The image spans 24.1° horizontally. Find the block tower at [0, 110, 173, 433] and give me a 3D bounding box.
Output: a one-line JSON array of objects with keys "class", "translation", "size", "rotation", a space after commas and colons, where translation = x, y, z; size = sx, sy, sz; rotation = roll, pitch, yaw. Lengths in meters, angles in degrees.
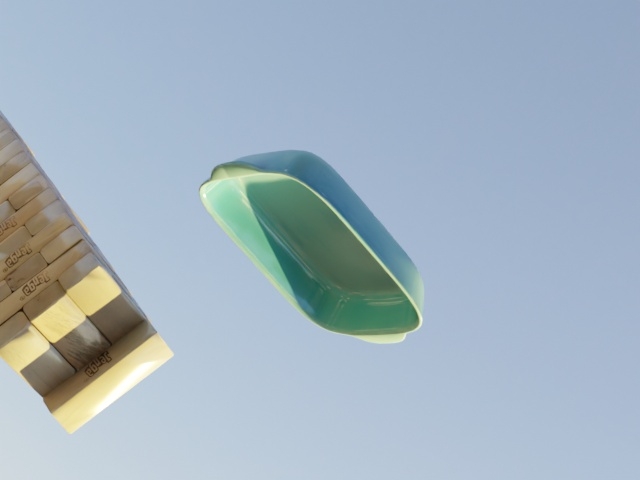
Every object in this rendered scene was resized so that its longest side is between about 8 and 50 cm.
[{"class": "block tower", "translation": [-0.227, -0.012, 1.078], "size": [0.335, 0.091, 0.097], "rotation": [47, -7, 43]}]

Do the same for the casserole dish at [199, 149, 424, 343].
[{"class": "casserole dish", "translation": [0.000, 0.000, 1.015], "size": [0.114, 0.037, 0.188], "rotation": [-6, -45, 45]}]
